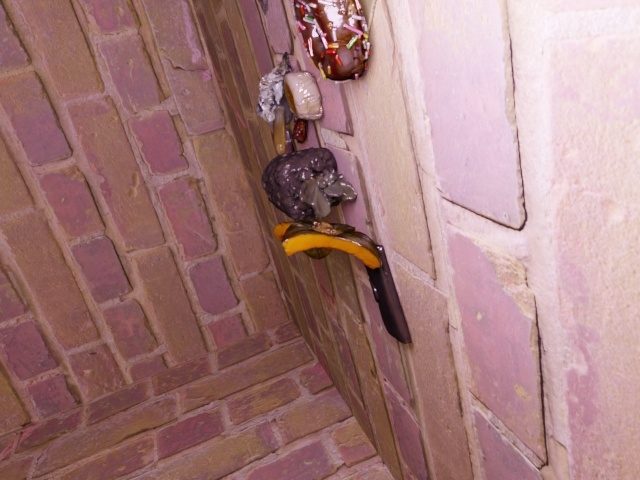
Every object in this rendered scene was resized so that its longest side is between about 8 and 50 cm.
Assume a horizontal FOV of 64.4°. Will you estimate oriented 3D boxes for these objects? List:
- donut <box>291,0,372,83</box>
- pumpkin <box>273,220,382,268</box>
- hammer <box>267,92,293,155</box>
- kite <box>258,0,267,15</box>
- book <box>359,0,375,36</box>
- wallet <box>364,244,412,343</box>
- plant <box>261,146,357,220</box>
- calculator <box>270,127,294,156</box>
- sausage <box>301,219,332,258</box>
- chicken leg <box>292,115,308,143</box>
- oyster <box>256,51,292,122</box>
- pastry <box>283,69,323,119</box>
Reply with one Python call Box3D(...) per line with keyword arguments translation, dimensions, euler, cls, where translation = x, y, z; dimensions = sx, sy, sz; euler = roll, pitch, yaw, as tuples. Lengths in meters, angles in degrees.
Box3D(translation=(0.018, -0.473, 1.119), dimensions=(0.270, 0.103, 0.269), euler=(157, 90, -85), cls="donut")
Box3D(translation=(0.014, -0.005, 1.501), dimensions=(0.258, 0.290, 0.095), euler=(-120, 37, -73), cls="pumpkin")
Box3D(translation=(-0.144, -0.417, 1.765), dimensions=(0.202, 0.113, 0.305), euler=(85, 178, -56), cls="hammer")
Box3D(translation=(-0.221, -0.888, 1.723), dimensions=(0.229, 0.016, 0.127), euler=(67, 164, -3), cls="kite")
Box3D(translation=(0.073, -0.541, 1.035), dimensions=(0.192, 0.013, 0.168), euler=(100, 147, -66), cls="book")
Box3D(translation=(0.194, 0.157, 1.550), dimensions=(0.165, 0.042, 0.309), euler=(-174, 64, -74), cls="wallet")
Box3D(translation=(-0.033, -0.175, 1.587), dimensions=(0.312, 0.215, 0.213), euler=(16, 130, 63), cls="plant")
Box3D(translation=(-0.139, -0.334, 2.154), dimensions=(0.220, 0.048, 0.329), euler=(47, 157, 56), cls="calculator")
Box3D(translation=(-0.041, -0.008, 2.074), dimensions=(0.347, 0.123, 0.123), euler=(-141, 33, -66), cls="sausage")
Box3D(translation=(-0.071, -0.393, 1.784), dimensions=(0.205, 0.053, 0.093), euler=(103, 169, -55), cls="chicken leg")
Box3D(translation=(-0.144, -0.497, 1.616), dimensions=(0.199, 0.087, 0.252), euler=(-62, 11, 21), cls="oyster")
Box3D(translation=(-0.052, -0.439, 1.546), dimensions=(0.166, 0.088, 0.165), euler=(161, 90, -82), cls="pastry")
